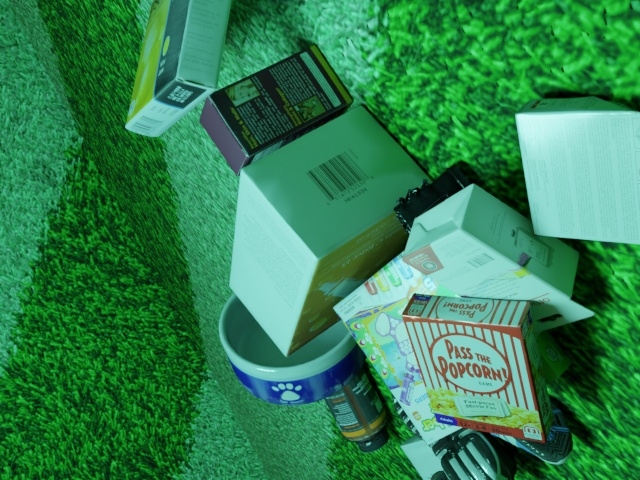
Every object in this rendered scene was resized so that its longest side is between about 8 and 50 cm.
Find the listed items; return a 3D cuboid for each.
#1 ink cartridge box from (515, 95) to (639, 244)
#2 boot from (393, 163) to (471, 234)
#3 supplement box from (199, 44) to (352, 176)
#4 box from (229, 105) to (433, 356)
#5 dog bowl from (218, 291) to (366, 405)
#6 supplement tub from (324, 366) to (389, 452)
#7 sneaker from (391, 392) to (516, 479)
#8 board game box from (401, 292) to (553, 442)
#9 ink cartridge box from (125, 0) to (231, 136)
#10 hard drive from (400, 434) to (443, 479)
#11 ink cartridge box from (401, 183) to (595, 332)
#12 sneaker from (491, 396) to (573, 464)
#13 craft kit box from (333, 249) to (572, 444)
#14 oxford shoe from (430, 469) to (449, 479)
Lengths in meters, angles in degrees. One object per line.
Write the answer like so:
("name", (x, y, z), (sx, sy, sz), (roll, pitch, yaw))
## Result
("ink cartridge box", (0.289, -0.068, 0.685), (0.179, 0.045, 0.145), (6, 125, 38))
("boot", (0.157, -0.027, 0.876), (0.121, 0.099, 0.045), (55, -176, 16))
("supplement box", (-0.064, -0.186, 1.007), (0.104, 0.188, 0.081), (56, 156, 5))
("box", (0.000, 0.000, 1.069), (0.168, 0.215, 0.345), (50, 155, 17))
("dog bowl", (-0.045, 0.165, 1.286), (0.265, 0.265, 0.104), (34, 149, 42))
("supplement tub", (0.071, 0.341, 1.463), (0.106, 0.106, 0.198), (-5, 114, 63))
("sneaker", (0.225, 0.313, 1.156), (0.162, 0.106, 0.281), (38, -165, -39))
("board game box", (0.195, 0.155, 0.861), (0.147, 0.045, 0.193), (1, 127, 34))
("ink cartridge box", (-0.199, -0.331, 1.027), (0.303, 0.072, 0.307), (-10, 72, 64))
("hard drive", (0.303, 0.504, 1.286), (0.353, 0.047, 0.233), (55, 155, 10))
("ink cartridge box", (0.210, 0.028, 0.809), (0.198, 0.067, 0.115), (31, 150, -16))
("sneaker", (0.282, 0.253, 1.014), (0.211, 0.080, 0.081), (39, 157, 55))
("craft kit box", (0.170, 0.128, 0.976), (0.246, 0.061, 0.250), (53, 130, 8))
("oxford shoe", (0.229, 0.496, 1.262), (0.096, 0.083, 0.227), (24, 137, 58))
